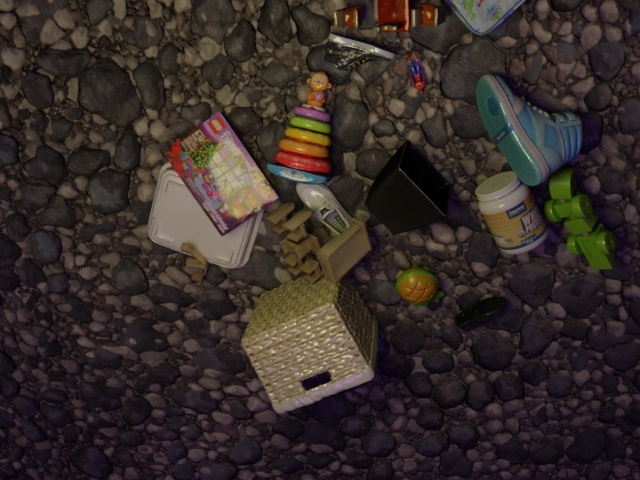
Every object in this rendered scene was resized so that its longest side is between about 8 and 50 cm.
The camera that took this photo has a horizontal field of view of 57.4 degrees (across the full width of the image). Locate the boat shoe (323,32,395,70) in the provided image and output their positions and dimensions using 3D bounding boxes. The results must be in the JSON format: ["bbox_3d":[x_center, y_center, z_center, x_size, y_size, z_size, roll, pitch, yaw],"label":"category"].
[{"bbox_3d":[0.101,-0.481,1.536,0.183,0.065,0.083,18,116,6],"label":"boat shoe"}]

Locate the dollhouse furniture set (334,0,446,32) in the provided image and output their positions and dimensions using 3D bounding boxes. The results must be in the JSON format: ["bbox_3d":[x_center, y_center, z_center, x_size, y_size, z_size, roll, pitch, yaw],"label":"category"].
[{"bbox_3d":[0.174,-0.639,1.412,0.262,0.135,0.259,8,119,24],"label":"dollhouse furniture set"}]

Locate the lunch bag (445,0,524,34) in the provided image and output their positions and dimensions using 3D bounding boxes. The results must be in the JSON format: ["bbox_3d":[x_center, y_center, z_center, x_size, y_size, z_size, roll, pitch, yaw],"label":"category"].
[{"bbox_3d":[0.416,-0.623,1.419,0.176,0.090,0.219,43,111,-12],"label":"lunch bag"}]

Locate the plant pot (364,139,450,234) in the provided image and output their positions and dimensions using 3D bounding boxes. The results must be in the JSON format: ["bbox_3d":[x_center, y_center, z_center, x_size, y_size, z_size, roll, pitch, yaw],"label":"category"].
[{"bbox_3d":[0.231,-0.131,1.620,0.187,0.188,0.167,44,124,-13],"label":"plant pot"}]

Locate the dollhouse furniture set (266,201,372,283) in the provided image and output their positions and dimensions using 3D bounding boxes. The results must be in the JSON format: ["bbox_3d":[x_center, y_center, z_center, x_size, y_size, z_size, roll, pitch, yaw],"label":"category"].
[{"bbox_3d":[0.000,0.000,1.683,0.242,0.161,0.212,23,144,41],"label":"dollhouse furniture set"}]

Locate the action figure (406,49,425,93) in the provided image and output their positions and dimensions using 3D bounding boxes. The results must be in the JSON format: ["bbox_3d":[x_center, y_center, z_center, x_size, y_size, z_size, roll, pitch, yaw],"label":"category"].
[{"bbox_3d":[0.256,-0.445,1.551,0.038,0.030,0.115,-10,117,17],"label":"action figure"}]

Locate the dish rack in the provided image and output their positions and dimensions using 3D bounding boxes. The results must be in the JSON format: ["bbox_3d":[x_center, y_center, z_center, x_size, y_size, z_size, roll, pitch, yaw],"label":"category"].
[{"bbox_3d":[-0.357,-0.062,1.767,0.333,0.072,0.285,20,115,-2],"label":"dish rack"}]

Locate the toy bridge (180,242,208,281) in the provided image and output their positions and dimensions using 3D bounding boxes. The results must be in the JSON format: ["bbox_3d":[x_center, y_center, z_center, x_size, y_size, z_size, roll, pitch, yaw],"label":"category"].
[{"bbox_3d":[-0.381,0.070,1.797,0.063,0.026,0.188,10,146,8],"label":"toy bridge"}]

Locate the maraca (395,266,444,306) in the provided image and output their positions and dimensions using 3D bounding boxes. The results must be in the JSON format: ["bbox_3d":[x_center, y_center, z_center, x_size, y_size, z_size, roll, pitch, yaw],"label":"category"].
[{"bbox_3d":[0.303,0.148,1.776,0.127,0.099,0.186,-21,135,23],"label":"maraca"}]

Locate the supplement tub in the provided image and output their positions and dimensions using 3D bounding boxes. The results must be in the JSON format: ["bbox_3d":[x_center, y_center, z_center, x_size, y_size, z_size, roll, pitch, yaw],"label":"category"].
[{"bbox_3d":[0.528,-0.077,1.621,0.144,0.144,0.200,-27,109,17],"label":"supplement tub"}]

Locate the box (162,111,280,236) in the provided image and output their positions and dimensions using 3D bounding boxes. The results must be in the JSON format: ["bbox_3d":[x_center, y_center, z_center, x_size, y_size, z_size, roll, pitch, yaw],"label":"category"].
[{"bbox_3d":[-0.279,-0.187,1.657,0.201,0.057,0.293,-34,96,5],"label":"box"}]

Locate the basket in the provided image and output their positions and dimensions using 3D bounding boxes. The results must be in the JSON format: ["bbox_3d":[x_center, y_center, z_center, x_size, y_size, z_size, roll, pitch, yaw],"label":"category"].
[{"bbox_3d":[-0.026,0.281,1.742,0.328,0.331,0.266,-24,107,15],"label":"basket"}]

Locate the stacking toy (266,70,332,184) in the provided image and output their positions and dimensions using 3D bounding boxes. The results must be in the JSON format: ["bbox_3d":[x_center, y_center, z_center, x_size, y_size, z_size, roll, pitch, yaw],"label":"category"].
[{"bbox_3d":[-0.027,-0.309,1.593,0.175,0.166,0.302,15,100,6],"label":"stacking toy"}]

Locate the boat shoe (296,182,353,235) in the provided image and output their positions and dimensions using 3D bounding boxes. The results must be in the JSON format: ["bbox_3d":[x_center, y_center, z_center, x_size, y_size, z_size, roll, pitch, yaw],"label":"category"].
[{"bbox_3d":[0.021,-0.094,1.706,0.226,0.076,0.083,39,112,-11],"label":"boat shoe"}]

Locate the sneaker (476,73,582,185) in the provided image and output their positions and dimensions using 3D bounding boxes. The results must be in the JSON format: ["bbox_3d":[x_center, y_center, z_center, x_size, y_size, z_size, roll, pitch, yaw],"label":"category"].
[{"bbox_3d":[0.559,-0.321,1.537,0.208,0.127,0.319,-28,89,-10],"label":"sneaker"}]

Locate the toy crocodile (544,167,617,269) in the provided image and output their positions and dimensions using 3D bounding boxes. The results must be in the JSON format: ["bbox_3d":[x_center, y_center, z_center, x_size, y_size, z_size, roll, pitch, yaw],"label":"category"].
[{"bbox_3d":[0.738,-0.051,1.640,0.340,0.105,0.115,51,151,-16],"label":"toy crocodile"}]

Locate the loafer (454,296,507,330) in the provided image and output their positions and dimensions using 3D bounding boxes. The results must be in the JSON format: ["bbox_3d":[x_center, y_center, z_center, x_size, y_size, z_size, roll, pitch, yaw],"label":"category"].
[{"bbox_3d":[0.503,0.229,1.815,0.170,0.062,0.061,-27,131,20],"label":"loafer"}]
